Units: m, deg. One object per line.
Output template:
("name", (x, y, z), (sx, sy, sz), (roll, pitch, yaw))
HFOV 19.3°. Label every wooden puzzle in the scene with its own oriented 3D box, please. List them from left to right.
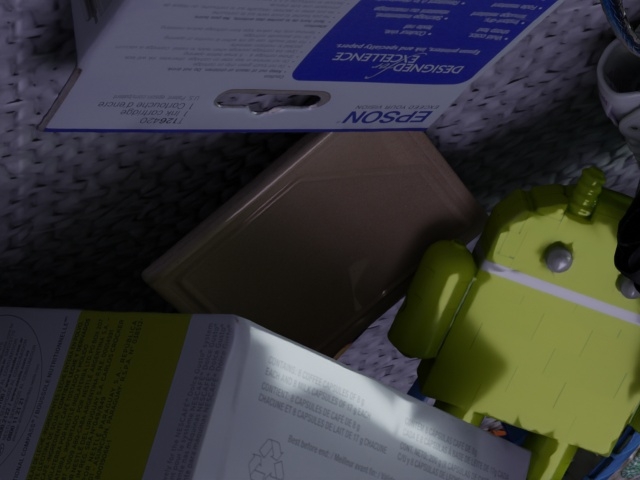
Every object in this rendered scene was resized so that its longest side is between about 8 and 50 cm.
("wooden puzzle", (0.000, 0.000, 1.398), (0.221, 0.044, 0.239), (-40, 144, 2))

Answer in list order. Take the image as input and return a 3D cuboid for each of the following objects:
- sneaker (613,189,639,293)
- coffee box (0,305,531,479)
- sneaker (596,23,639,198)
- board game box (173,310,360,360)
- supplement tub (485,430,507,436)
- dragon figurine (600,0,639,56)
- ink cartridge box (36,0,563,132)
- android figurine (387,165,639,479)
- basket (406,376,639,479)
("sneaker", (0.271, 0.061, 1.379), (0.147, 0.104, 0.296), (13, 102, -11))
("coffee box", (-0.105, 0.257, 1.364), (0.334, 0.338, 0.337), (-1, 158, 44))
("sneaker", (0.267, -0.102, 1.415), (0.152, 0.114, 0.305), (0, 146, -8))
("board game box", (-0.032, 0.058, 1.548), (0.165, 0.042, 0.243), (0, 147, -34))
("supplement tub", (0.196, 0.375, 1.995), (0.193, 0.316, 0.193), (-16, 152, -9))
("dragon figurine", (0.188, -0.236, 0.978), (0.085, 0.289, 0.144), (0, -175, -31))
("ink cartridge box", (0.014, -0.165, 1.132), (0.303, 0.072, 0.307), (-2, 157, -33))
("android figurine", (0.185, 0.068, 1.458), (0.248, 0.056, 0.273), (21, 114, -11))
("basket", (0.216, 0.098, 1.608), (0.289, 0.201, 0.255), (2, 135, -26))
